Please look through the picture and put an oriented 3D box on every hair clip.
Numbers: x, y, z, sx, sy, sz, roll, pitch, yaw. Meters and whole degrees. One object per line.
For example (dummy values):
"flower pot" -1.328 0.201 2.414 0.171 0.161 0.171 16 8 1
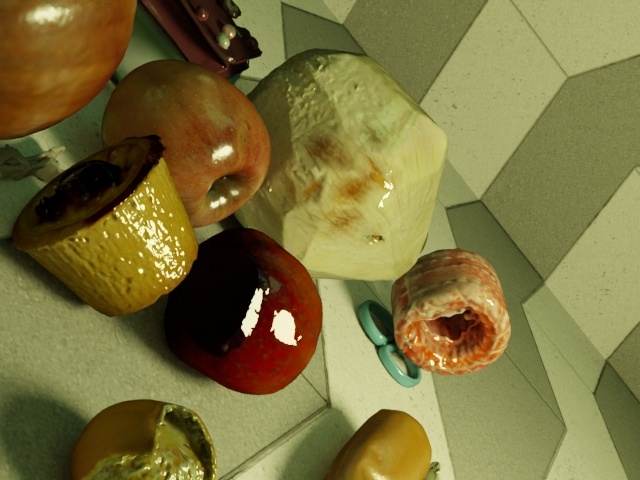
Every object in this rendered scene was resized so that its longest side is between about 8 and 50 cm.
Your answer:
"hair clip" -0.386 -0.092 1.190 0.072 0.034 0.226 59 21 12

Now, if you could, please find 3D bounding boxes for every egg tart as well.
"egg tart" -0.252 -0.019 1.153 0.171 0.215 0.215 59 15 -29

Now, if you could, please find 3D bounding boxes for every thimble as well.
"thimble" 0.254 0.142 1.864 0.239 0.239 0.162 42 28 -30

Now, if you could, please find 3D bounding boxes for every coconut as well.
"coconut" 0.030 -0.111 1.643 0.415 0.415 0.344 55 41 3

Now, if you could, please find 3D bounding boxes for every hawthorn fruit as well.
"hawthorn fruit" -0.091 0.103 1.294 0.249 0.215 0.215 37 26 -35

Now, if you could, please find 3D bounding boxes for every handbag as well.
"handbag" -0.190 -0.363 1.563 0.203 0.074 0.216 54 22 -6

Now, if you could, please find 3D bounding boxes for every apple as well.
"apple" -0.200 -0.148 1.410 0.253 0.253 0.253 45 22 -24

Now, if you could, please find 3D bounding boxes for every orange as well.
"orange" -0.179 0.234 0.988 0.156 0.134 0.156 35 21 -15

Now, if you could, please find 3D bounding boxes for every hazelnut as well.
"hazelnut" -0.384 -0.267 1.054 0.366 0.365 0.366 45 22 -24

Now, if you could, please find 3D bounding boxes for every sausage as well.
"sausage" 0.072 0.352 1.378 0.354 0.116 0.134 -28 101 -68

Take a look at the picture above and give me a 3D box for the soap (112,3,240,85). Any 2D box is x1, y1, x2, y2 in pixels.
"soap" -0.334 -0.416 1.653 0.446 0.156 0.261 48 22 -15

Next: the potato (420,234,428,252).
"potato" 0.169 -0.058 2.200 0.178 0.160 0.235 -52 127 -30

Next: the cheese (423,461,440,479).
"cheese" 0.124 0.435 1.403 0.034 0.085 0.400 28 17 10

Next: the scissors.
"scissors" 0.205 0.203 2.030 0.193 0.029 0.447 59 21 13
